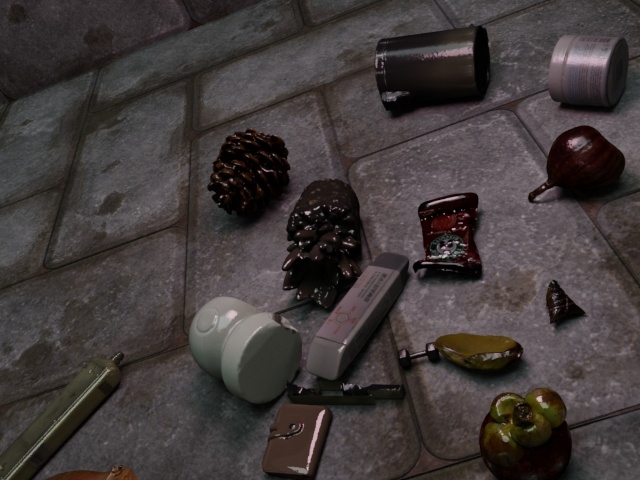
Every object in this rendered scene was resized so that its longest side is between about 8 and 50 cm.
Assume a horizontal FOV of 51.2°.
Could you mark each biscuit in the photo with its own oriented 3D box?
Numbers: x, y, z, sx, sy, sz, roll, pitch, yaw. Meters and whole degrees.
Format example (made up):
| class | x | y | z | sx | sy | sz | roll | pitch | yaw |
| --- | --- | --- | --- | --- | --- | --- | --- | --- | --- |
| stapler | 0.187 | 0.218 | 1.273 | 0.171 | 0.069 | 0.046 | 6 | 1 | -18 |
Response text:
| class | x | y | z | sx | sy | sz | roll | pitch | yaw |
| --- | --- | --- | --- | --- | --- | --- | --- | --- | --- |
| biscuit | 0.293 | -0.008 | 1.543 | 0.151 | 0.063 | 0.235 | -8 | 45 | 20 |

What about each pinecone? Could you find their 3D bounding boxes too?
| class | x | y | z | sx | sy | sz | roll | pitch | yaw |
| --- | --- | --- | --- | --- | --- | --- | --- | --- | --- |
| pinecone | -0.197 | -0.193 | 1.876 | 0.224 | 0.224 | 0.273 | 2 | 45 | 29 |

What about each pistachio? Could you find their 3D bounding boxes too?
| class | x | y | z | sx | sy | sz | roll | pitch | yaw |
| --- | --- | --- | --- | --- | --- | --- | --- | --- | --- |
| pistachio | 0.304 | 0.223 | 1.294 | 0.172 | 0.049 | 0.089 | 1 | 24 | 30 |

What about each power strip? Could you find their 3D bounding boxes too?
| class | x | y | z | sx | sy | sz | roll | pitch | yaw |
| --- | --- | --- | --- | --- | --- | --- | --- | --- | --- |
| power strip | -0.595 | 0.408 | 1.544 | 0.092 | 0.066 | 0.387 | 17 | 57 | 41 |

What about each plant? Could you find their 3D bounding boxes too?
| class | x | y | z | sx | sy | sz | roll | pitch | yaw |
| --- | --- | --- | --- | --- | --- | --- | --- | --- | --- |
| plant | 0.000 | 0.000 | 1.601 | 0.194 | 0.182 | 0.321 | -11 | 37 | 17 |

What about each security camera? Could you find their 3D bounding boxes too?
| class | x | y | z | sx | sy | sz | roll | pitch | yaw |
| --- | --- | --- | --- | --- | --- | --- | --- | --- | --- |
| security camera | -0.178 | 0.223 | 1.437 | 0.236 | 0.195 | 0.194 | 17 | 55 | 43 |

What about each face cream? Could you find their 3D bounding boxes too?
| class | x | y | z | sx | sy | sz | roll | pitch | yaw |
| --- | --- | --- | --- | --- | --- | --- | --- | --- | --- |
| face cream | 0.695 | -0.439 | 1.727 | 0.152 | 0.177 | 0.177 | 16 | 54 | 36 |

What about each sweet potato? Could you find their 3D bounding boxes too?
| class | x | y | z | sx | sy | sz | roll | pitch | yaw |
| --- | --- | --- | --- | --- | --- | --- | --- | --- | --- |
| sweet potato | -0.516 | 0.523 | 1.320 | 0.336 | 0.131 | 0.131 | -12 | 41 | 15 |

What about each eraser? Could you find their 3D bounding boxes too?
| class | x | y | z | sx | sy | sz | roll | pitch | yaw |
| --- | --- | --- | --- | --- | --- | --- | --- | --- | --- |
| eraser | 0.086 | 0.154 | 1.453 | 0.089 | 0.061 | 0.352 | 10 | 44 | 36 |

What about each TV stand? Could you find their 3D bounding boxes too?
| class | x | y | z | sx | sy | sz | roll | pitch | yaw |
| --- | --- | --- | --- | --- | --- | --- | --- | --- | --- |
| TV stand | 0.046 | 0.305 | 1.345 | 0.249 | 0.036 | 0.042 | -5 | 42 | 22 |

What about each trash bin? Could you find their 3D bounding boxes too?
| class | x | y | z | sx | sy | sz | roll | pitch | yaw |
| --- | --- | --- | --- | --- | --- | --- | --- | --- | --- |
| trash bin | 0.334 | -0.513 | 1.979 | 0.301 | 0.203 | 0.252 | -1 | 63 | 25 |

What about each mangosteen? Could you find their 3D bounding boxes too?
| class | x | y | z | sx | sy | sz | roll | pitch | yaw |
| --- | --- | --- | --- | --- | --- | --- | --- | --- | --- |
| mangosteen | 0.321 | 0.310 | 1.088 | 0.145 | 0.181 | 0.156 | -3 | 43 | 53 |

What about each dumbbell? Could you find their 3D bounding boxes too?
| class | x | y | z | sx | sy | sz | roll | pitch | yaw |
| --- | --- | --- | --- | --- | --- | --- | --- | --- | --- |
| dumbbell | 0.198 | 0.231 | 1.349 | 0.083 | 0.036 | 0.040 | -16 | 40 | 10 |

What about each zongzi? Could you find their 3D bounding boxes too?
| class | x | y | z | sx | sy | sz | roll | pitch | yaw |
| --- | --- | --- | --- | --- | --- | --- | --- | --- | --- |
| zongzi | 0.465 | 0.133 | 1.310 | 0.073 | 0.067 | 0.083 | -32 | 57 | -19 |

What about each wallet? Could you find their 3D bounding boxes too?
| class | x | y | z | sx | sy | sz | roll | pitch | yaw |
| --- | --- | --- | --- | --- | --- | --- | --- | --- | --- |
| wallet | -0.048 | 0.387 | 1.302 | 0.117 | 0.039 | 0.153 | -3 | 45 | 22 |

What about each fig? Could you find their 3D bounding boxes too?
| class | x | y | z | sx | sy | sz | roll | pitch | yaw |
| --- | --- | --- | --- | --- | --- | --- | --- | --- | --- |
| fig | 0.579 | -0.182 | 1.518 | 0.202 | 0.149 | 0.148 | -12 | 1 | -5 |
